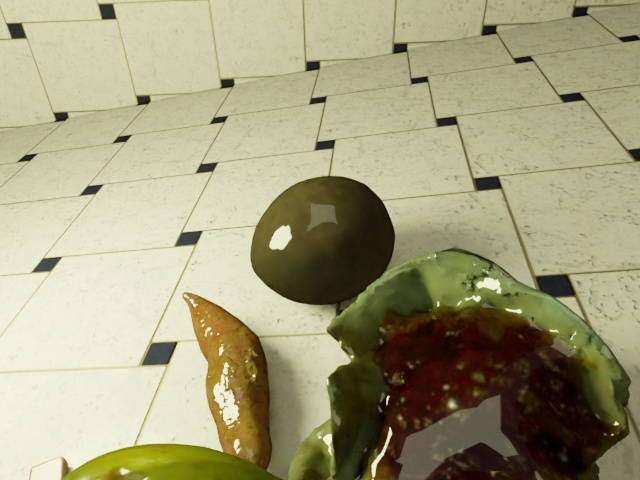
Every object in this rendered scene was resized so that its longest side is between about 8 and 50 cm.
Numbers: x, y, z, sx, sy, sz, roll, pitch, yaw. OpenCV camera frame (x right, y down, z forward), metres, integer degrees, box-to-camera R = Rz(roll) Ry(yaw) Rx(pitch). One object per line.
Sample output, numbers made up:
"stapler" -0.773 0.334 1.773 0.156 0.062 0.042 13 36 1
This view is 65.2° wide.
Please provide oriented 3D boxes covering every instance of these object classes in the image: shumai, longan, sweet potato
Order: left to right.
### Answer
"sweet potato" -0.121 0.193 0.730 0.106 0.095 0.354 21 21 -36
"longan" 0.000 0.000 0.853 0.248 0.248 0.248 -8 37 6
"shumai" 0.143 0.178 0.402 0.330 0.288 0.292 26 6 16

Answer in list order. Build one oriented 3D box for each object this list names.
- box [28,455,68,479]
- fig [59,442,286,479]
"box" -0.358 0.343 0.657 0.048 0.025 0.115 -17 36 -15
"fig" -0.137 0.304 0.478 0.271 0.239 0.239 -14 33 -30
